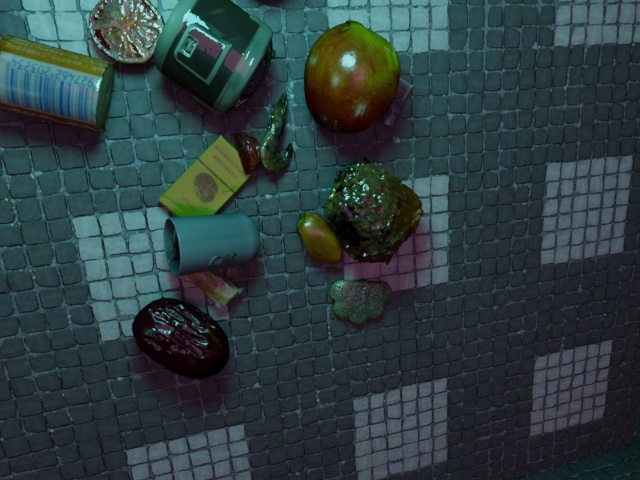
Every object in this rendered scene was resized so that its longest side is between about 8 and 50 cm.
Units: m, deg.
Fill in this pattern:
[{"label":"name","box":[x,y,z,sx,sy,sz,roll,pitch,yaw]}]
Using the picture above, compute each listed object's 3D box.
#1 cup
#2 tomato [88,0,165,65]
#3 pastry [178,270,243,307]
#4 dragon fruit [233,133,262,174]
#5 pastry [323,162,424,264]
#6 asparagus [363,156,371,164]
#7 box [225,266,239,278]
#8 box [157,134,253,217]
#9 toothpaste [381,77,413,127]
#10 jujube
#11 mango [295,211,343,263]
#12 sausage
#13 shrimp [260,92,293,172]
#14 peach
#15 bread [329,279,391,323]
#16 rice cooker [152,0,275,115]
[{"label":"cup","box":[-0.388,0.006,1.571,0.312,0.205,0.205,-8,107,-32]},{"label":"tomato","box":[-0.625,-0.696,1.422,0.237,0.095,0.236,-3,107,-11]},{"label":"pastry","box":[-0.439,0.158,1.688,0.258,0.089,0.121,40,84,-19]},{"label":"dragon fruit","box":[-0.244,-0.334,1.602,0.106,0.083,0.162,-19,88,-40]},{"label":"pastry","box":[0.197,-0.088,1.677,0.405,0.292,0.337,25,68,-28]},{"label":"asparagus","box":[0.220,-0.295,1.788,0.018,0.015,0.127,-45,110,1]},{"label":"box","box":[-0.350,0.109,1.740,0.046,0.012,0.083,10,102,-16]},{"label":"box","box":[-0.420,-0.210,1.624,0.335,0.047,0.187,-46,111,-1]},{"label":"toothpaste","box":[0.304,-0.547,1.736,0.067,0.043,0.194,24,91,-16]},{"label":"jujube","box":[-0.522,0.371,1.652,0.377,0.258,0.258,44,90,-14]},{"label":"mango","box":[0.000,0.000,1.747,0.154,0.126,0.252,-38,111,9]},{"label":"sausage","box":[-0.819,-0.481,1.355,0.287,0.233,0.233,9,101,-17]},{"label":"shrimp","box":[-0.145,-0.396,1.633,0.169,0.058,0.296,29,75,-57]},{"label":"peach","box":[0.099,-0.558,1.529,0.370,0.370,0.370,-4,105,-14]},{"label":"bread","box":[0.176,0.270,1.900,0.287,0.056,0.207,0,102,-14]},{"label":"rice cooker","box":[-0.332,-0.600,1.406,0.325,0.335,0.335,31,94,-20]}]
